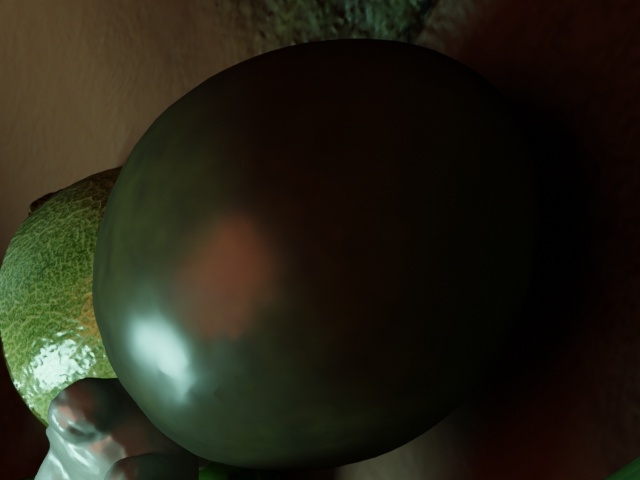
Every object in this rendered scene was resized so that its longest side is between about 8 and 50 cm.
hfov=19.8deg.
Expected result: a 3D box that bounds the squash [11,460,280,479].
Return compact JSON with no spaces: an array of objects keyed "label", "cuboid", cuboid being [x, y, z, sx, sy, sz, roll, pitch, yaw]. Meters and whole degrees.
[{"label":"squash","cuboid":[-0.134,0.155,0.903,0.292,0.082,0.082,-20,74,41]}]

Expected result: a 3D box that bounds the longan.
[{"label":"longan","cuboid":[0.000,0.000,0.724,0.185,0.204,0.159,-34,105,12]}]

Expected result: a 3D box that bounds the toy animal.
[{"label":"toy animal","cuboid":[-0.034,0.131,0.741,0.182,0.127,0.131,47,133,22]}]

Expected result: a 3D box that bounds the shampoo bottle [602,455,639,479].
[{"label":"shampoo bottle","cuboid":[0.117,0.113,0.651,0.204,0.065,0.065,-42,58,39]}]

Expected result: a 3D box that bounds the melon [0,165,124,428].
[{"label":"melon","cuboid":[-0.098,0.027,0.886,0.128,0.079,0.160,-32,64,45]}]
